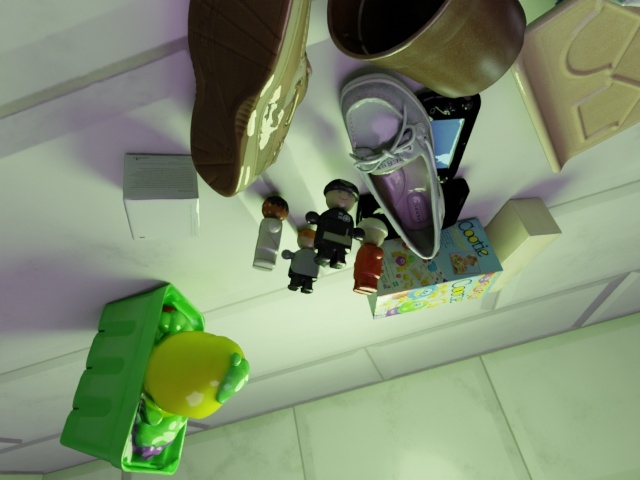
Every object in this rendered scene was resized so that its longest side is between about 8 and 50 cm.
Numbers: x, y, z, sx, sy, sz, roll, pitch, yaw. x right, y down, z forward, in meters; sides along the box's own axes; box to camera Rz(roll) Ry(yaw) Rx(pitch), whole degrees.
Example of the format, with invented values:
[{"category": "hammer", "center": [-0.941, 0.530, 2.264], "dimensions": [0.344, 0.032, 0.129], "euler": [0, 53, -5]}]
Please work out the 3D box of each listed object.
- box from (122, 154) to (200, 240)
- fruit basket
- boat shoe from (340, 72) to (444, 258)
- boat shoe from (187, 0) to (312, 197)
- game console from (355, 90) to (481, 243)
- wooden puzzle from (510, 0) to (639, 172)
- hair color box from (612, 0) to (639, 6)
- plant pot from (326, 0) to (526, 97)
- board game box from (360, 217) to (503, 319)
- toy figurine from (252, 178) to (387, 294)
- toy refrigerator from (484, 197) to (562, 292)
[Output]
[{"category": "box", "center": [-0.235, -0.064, 0.626], "dimensions": [0.102, 0.087, 0.101], "euler": [-2, 146, -17]}, {"category": "fruit basket", "center": [-0.306, 0.291, 0.892], "dimensions": [0.393, 0.391, 0.282], "euler": [-14, 148, 0]}, {"category": "boat shoe", "center": [0.123, -0.100, 0.635], "dimensions": [0.118, 0.103, 0.320], "euler": [-13, 136, 19]}, {"category": "boat shoe", "center": [-0.074, -0.195, 0.481], "dimensions": [0.110, 0.122, 0.341], "euler": [-39, 169, -37]}, {"category": "game console", "center": [0.175, -0.114, 0.747], "dimensions": [0.214, 0.043, 0.361], "euler": [-11, 148, -5]}, {"category": "wooden puzzle", "center": [0.442, -0.279, 0.569], "dimensions": [0.348, 0.080, 0.322], "euler": [-35, 143, 22]}, {"category": "hair color box", "center": [0.361, -0.370, 0.280], "dimensions": [0.186, 0.113, 0.374], "euler": [-1, 136, -9]}, {"category": "plant pot", "center": [0.123, -0.239, 0.437], "dimensions": [0.165, 0.166, 0.167], "euler": [8, 143, -44]}, {"category": "board game box", "center": [0.241, 0.068, 0.962], "dimensions": [0.276, 0.144, 0.142], "euler": [-11, 149, -3]}, {"category": "toy figurine", "center": [0.000, 0.000, 0.741], "dimensions": [0.210, 0.148, 0.213], "euler": [-5, 154, 31]}, {"category": "toy refrigerator", "center": [0.446, 0.022, 1.009], "dimensions": [0.094, 0.102, 0.269], "euler": [-5, 146, -14]}]
